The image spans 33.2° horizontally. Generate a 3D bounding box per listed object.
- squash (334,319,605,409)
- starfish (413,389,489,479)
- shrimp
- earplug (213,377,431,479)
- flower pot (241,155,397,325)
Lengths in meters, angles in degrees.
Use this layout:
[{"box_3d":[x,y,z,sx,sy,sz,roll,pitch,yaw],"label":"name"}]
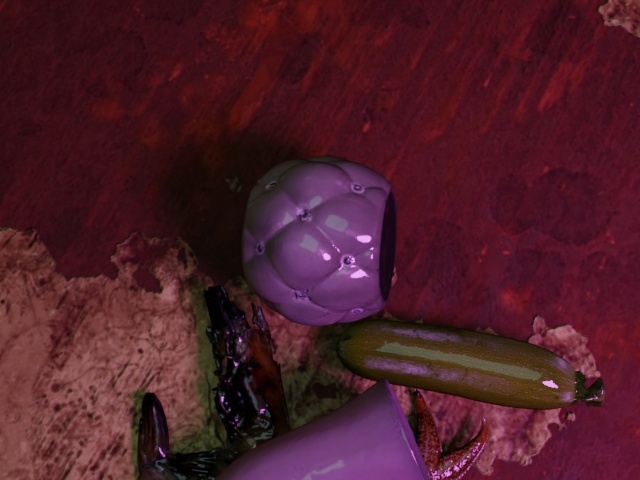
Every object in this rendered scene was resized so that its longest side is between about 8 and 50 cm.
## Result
[{"box_3d":[0.207,0.174,1.503,0.379,0.101,0.101,10,74,10],"label":"squash"},{"box_3d":[0.140,0.323,1.483,0.213,0.057,0.238,-14,72,6],"label":"starfish"},{"box_3d":[-0.161,0.249,1.518,0.233,0.071,0.364,-13,78,4],"label":"shrimp"},{"box_3d":[-0.019,0.315,1.396,0.301,0.172,0.172,-23,73,3],"label":"earplug"},{"box_3d":[0.000,0.000,1.496,0.195,0.246,0.246,5,73,12],"label":"flower pot"}]
